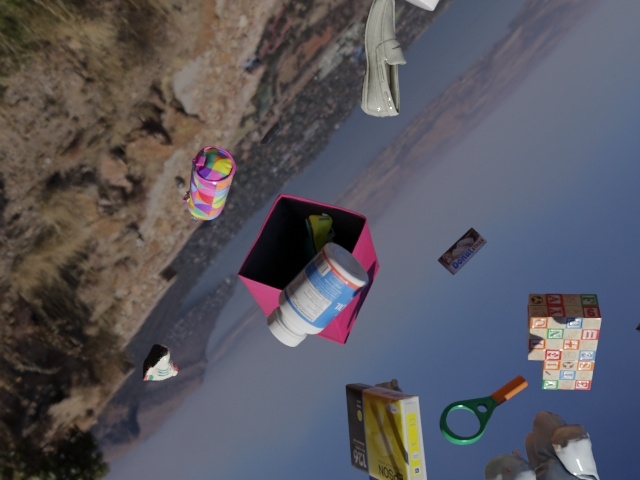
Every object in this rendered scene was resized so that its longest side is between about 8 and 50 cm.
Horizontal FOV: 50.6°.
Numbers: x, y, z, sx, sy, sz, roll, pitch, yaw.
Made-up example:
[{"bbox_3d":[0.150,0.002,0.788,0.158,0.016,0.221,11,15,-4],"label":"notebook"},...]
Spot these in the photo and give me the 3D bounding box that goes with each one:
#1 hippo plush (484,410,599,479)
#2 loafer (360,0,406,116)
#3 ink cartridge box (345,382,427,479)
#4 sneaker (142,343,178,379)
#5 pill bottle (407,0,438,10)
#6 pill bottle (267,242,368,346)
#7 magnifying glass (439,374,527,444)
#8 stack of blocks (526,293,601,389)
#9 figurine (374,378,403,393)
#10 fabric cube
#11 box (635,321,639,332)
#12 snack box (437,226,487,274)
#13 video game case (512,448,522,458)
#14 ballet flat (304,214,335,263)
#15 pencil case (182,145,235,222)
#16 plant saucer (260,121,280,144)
[{"bbox_3d":[0.463,0.539,1.449,0.236,0.294,0.234,-18,170,-13],"label":"hippo plush"},{"bbox_3d":[0.177,-0.490,1.802,0.112,0.111,0.320,-32,129,-54],"label":"loafer"},{"bbox_3d":[0.162,0.530,1.708,0.072,0.307,0.303,-2,175,-25],"label":"ink cartridge box"},{"bbox_3d":[-0.371,0.292,1.613,0.161,0.075,0.057,-48,-139,47],"label":"sneaker"},{"bbox_3d":[0.258,-0.645,1.449,0.272,0.152,0.152,-64,173,13],"label":"pill bottle"},{"bbox_3d":[-0.012,0.121,1.450,0.221,0.124,0.124,-47,177,19],"label":"pill bottle"},{"bbox_3d":[0.355,0.360,1.460,0.231,0.092,0.026,-28,141,-21],"label":"magnifying glass"},{"bbox_3d":[0.644,0.276,1.819,0.087,0.171,0.297,-76,160,-47],"label":"stack of blocks"},{"bbox_3d":[0.237,0.581,2.175,0.209,0.092,0.215,-142,-120,-68],"label":"figurine"},{"bbox_3d":[-0.018,0.075,1.743,0.259,0.254,0.258,-65,157,-22],"label":"fabric cube"},{"bbox_3d":[0.636,0.157,1.102,0.093,0.156,0.158,-54,178,-4],"label":"box"},{"bbox_3d":[0.415,0.030,1.971,0.178,0.064,0.022,-38,167,-35],"label":"snack box"},{"bbox_3d":[0.527,0.658,1.732,0.023,0.184,0.201,-13,140,12],"label":"video game case"},{"bbox_3d":[0.000,0.000,1.784,0.077,0.077,0.231,-16,155,-10],"label":"ballet flat"},{"bbox_3d":[-0.261,-0.128,1.570,0.104,0.104,0.236,-44,176,-27],"label":"pencil case"},{"bbox_3d":[-0.138,-0.300,1.918,0.083,0.015,0.083,-49,180,0],"label":"plant saucer"}]
